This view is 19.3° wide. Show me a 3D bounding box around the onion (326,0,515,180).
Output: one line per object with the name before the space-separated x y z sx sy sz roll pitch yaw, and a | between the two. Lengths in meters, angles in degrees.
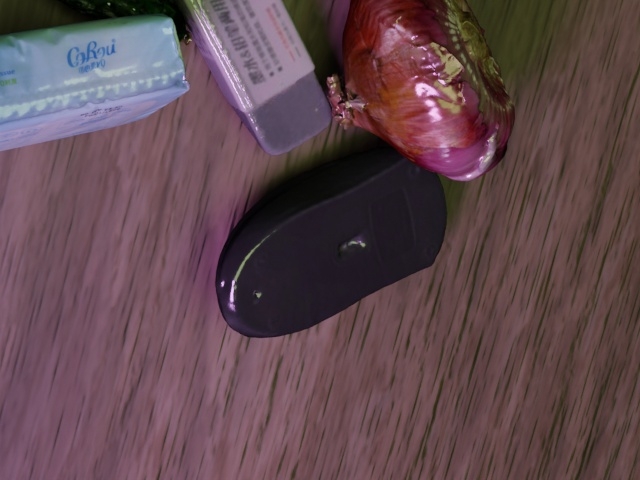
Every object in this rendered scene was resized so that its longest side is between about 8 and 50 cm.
onion | 0.087 -0.153 1.801 0.163 0.230 0.230 -32 116 13

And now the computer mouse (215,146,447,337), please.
computer mouse | 0.000 0.000 1.856 0.270 0.086 0.137 -26 121 -24

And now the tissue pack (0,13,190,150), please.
tissue pack | -0.264 -0.131 1.660 0.263 0.177 0.089 -15 90 -20

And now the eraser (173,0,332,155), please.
eraser | -0.096 -0.244 1.768 0.089 0.061 0.352 -33 114 -14

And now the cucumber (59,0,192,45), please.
cucumber | -0.236 -0.249 1.703 0.294 0.067 0.067 23 93 -27
